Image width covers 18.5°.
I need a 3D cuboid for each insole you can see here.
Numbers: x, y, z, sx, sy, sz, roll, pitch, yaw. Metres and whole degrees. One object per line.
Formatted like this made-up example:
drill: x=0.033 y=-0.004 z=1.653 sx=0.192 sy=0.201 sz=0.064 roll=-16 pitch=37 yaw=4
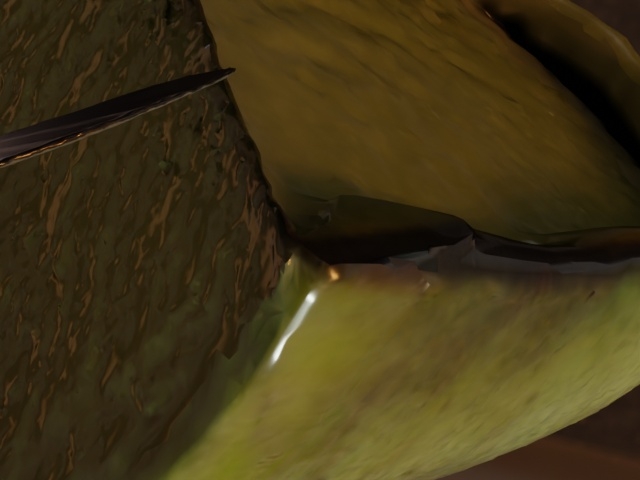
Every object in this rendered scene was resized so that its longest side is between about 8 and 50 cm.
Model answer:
insole: x=-0.078 y=-0.005 z=0.317 sx=0.153 sy=0.002 sz=0.053 roll=-24 pitch=-168 yaw=-36

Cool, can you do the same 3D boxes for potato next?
potato: x=0.000 y=0.000 z=0.742 sx=0.280 sy=0.213 sz=0.330 roll=12 pitch=-147 yaw=-35
